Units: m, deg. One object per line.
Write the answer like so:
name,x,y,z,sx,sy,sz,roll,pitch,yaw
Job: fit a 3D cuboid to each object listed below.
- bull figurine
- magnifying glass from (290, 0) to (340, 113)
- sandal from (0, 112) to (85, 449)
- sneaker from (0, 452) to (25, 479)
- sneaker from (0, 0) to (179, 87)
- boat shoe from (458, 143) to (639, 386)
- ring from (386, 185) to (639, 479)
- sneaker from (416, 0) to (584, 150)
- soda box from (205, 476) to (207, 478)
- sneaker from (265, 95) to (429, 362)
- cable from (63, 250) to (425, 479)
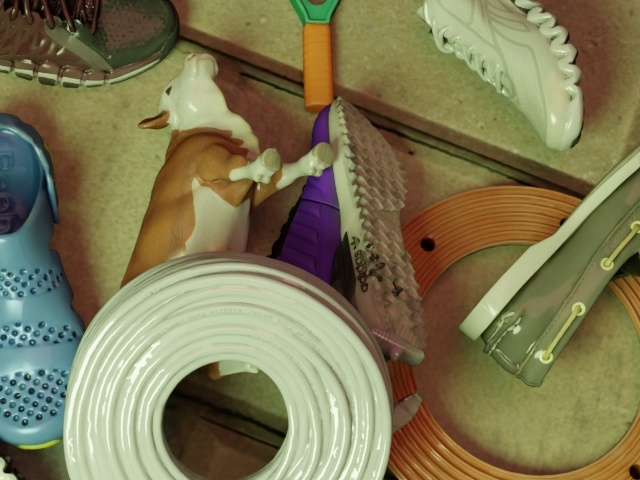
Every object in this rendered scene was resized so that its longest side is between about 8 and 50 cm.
bull figurine,-0.097,-0.020,1.155,0.101,0.188,0.310,25,71,-40
magnifying glass,-0.004,-0.234,1.315,0.092,0.026,0.231,1,70,-8
sandal,-0.269,0.020,1.121,0.126,0.138,0.317,-11,73,-14
sneaker,-0.331,0.181,1.084,0.234,0.078,0.106,40,72,12
sneaker,-0.267,-0.218,1.197,0.281,0.162,0.106,-3,69,-9
boat shoe,0.258,0.004,1.185,0.305,0.109,0.091,-43,80,-14
ring,0.188,0.109,1.206,0.336,0.032,0.336,3,69,-8
sneaker,0.167,-0.203,1.292,0.118,0.110,0.292,-20,65,-7
soda box,-0.053,0.282,1.087,0.181,0.061,0.058,43,70,9
sneaker,-0.001,0.000,1.182,0.146,0.102,0.293,-29,43,25
cable,-0.070,0.138,1.012,0.257,0.089,0.257,34,93,-9
